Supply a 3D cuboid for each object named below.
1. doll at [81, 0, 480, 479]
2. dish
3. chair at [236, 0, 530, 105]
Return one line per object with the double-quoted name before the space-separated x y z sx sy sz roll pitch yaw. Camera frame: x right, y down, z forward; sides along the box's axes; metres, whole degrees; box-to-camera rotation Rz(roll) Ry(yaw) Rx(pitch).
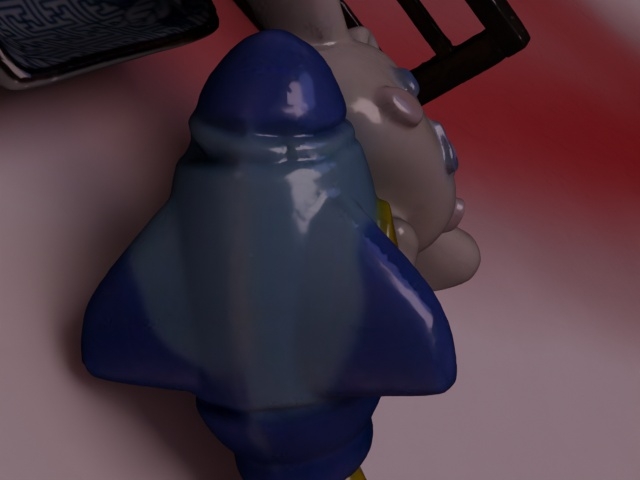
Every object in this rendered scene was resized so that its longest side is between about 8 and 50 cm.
"doll" 0.007 -0.003 0.588 0.376 0.187 0.366 44 42 -29
"dish" -0.187 -0.195 0.570 0.243 0.080 0.182 60 36 -3
"chair" -0.005 -0.328 0.776 0.416 0.203 0.241 46 42 -23
